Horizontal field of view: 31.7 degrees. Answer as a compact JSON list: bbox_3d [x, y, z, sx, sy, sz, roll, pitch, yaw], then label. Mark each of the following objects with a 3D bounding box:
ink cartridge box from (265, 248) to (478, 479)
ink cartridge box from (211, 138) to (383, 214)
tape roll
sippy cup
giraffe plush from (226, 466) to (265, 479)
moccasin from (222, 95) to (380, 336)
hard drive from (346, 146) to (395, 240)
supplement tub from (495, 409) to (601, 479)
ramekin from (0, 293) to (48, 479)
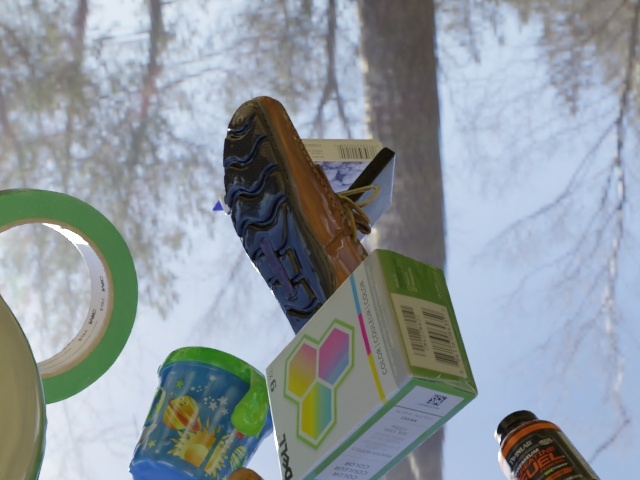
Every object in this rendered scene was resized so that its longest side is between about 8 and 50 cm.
[{"bbox_3d":[0.015,0.115,0.807,0.062,0.209,0.109,17,-138,-30],"label":"ink cartridge box"},{"bbox_3d":[-0.036,-0.080,1.671,0.206,0.045,0.208,-2,154,-22],"label":"ink cartridge box"},{"bbox_3d":[-0.433,0.083,1.678,0.321,0.321,0.077,-20,-166,-30],"label":"tape roll"},{"bbox_3d":[-0.209,0.338,1.935,0.240,0.305,0.224,17,-131,10],"label":"sippy cup"},{"bbox_3d":[-0.011,0.368,1.486,0.170,0.210,0.181,-31,-137,21],"label":"giraffe plush"},{"bbox_3d":[0.002,-0.001,1.372,0.147,0.380,0.139,-23,170,-44],"label":"moccasin"},{"bbox_3d":[0.063,-0.055,1.505,0.022,0.135,0.094,34,-111,16],"label":"hard drive"},{"bbox_3d":[0.313,0.319,1.556,0.106,0.106,0.198,-13,-148,-14],"label":"supplement tub"},{"bbox_3d":[-0.320,0.116,0.693,0.148,0.303,0.303,-40,179,36],"label":"ramekin"}]
